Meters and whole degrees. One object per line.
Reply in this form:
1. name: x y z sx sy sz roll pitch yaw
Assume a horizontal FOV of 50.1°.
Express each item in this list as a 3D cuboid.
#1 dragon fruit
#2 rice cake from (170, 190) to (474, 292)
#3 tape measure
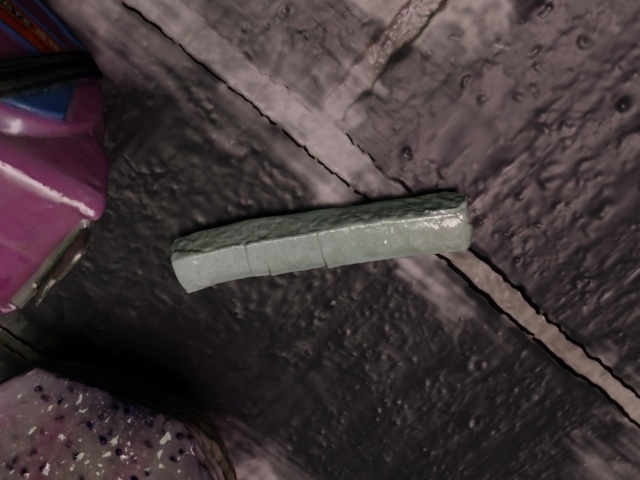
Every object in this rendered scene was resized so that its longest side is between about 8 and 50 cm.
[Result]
1. dragon fruit: -0.182 0.224 0.584 0.282 0.204 0.221 25 85 8
2. rice cake: 0.000 0.000 0.551 0.245 0.042 0.045 -8 125 7
3. tape measure: -0.248 -0.090 0.409 0.231 0.245 0.149 35 111 -30
